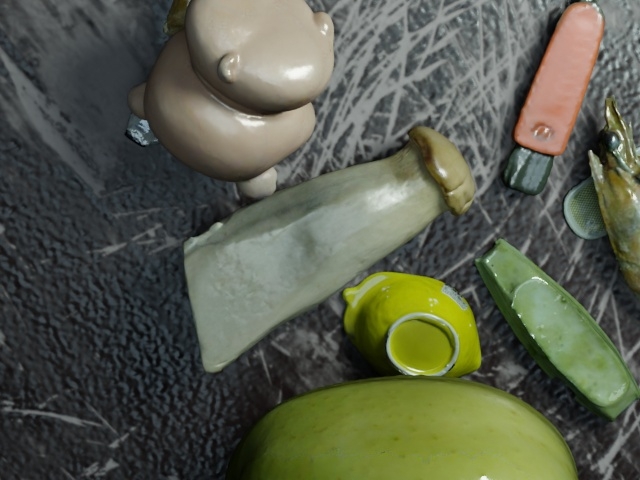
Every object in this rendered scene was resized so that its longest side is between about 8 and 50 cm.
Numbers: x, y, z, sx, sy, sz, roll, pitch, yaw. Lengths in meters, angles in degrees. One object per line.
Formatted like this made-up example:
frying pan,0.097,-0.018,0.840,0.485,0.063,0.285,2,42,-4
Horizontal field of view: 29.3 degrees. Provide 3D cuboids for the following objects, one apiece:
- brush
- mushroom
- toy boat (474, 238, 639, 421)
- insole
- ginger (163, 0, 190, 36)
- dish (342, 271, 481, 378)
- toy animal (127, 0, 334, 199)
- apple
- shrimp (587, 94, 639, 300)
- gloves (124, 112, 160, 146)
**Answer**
brush,0.303,-0.210,1.515,0.070,0.051,0.323,20,104,1
mushroom,-0.007,-0.006,1.502,0.407,0.137,0.154,-33,85,2
toy boat,0.310,0.123,1.579,0.093,0.055,0.293,-41,100,4
insole,0.452,-0.109,1.560,0.322,0.007,0.109,-33,101,4
ginger,-0.148,-0.403,1.445,0.147,0.081,0.334,-6,105,-22
dish,0.121,0.122,1.561,0.207,0.080,0.149,26,99,-9
toy animal,-0.087,-0.182,1.396,0.210,0.221,0.229,41,83,1
apple,0.092,0.371,1.431,0.473,0.473,0.474,0,102,-2
shrimp,0.433,-0.046,1.539,0.168,0.077,0.317,-27,109,-7
gloves,-0.201,-0.153,1.519,0.064,0.026,0.086,32,94,-10
